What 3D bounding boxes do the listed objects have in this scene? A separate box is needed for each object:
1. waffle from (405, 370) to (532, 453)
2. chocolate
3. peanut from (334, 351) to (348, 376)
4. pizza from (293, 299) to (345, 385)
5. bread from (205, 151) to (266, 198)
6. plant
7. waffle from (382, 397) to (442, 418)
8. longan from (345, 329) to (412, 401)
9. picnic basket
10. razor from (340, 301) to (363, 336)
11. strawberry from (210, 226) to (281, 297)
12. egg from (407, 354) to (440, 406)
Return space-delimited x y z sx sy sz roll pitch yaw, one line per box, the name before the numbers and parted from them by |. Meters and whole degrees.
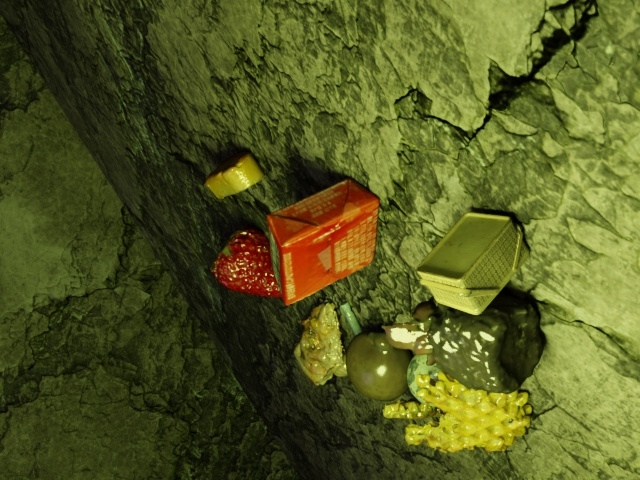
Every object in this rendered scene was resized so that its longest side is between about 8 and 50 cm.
waffle | 0.313 0.375 1.518 0.260 0.069 0.293 4 140 6
chocolate | 0.000 0.000 1.543 0.108 0.235 0.237 54 161 29
peanut | 0.046 0.359 2.174 0.187 0.082 0.082 21 141 53
pizza | -0.002 0.295 2.091 0.189 0.071 0.297 60 144 29
bread | -0.234 -0.169 1.918 0.094 0.102 0.245 56 159 -12
plant | 0.273 0.173 1.310 0.234 0.204 0.178 5 120 48
waffle | 0.231 0.421 1.801 0.149 0.194 0.051 -11 78 28
longan | 0.145 0.301 1.788 0.185 0.159 0.204 39 145 30
picnic basket | 0.250 0.034 1.184 0.079 0.164 0.115 54 160 -26
razor | 0.116 0.269 1.949 0.106 0.068 0.232 -3 114 63
strawberry | -0.188 0.082 2.142 0.244 0.205 0.205 34 161 -12
egg | 0.261 0.291 1.581 0.132 0.132 0.172 47 144 15
